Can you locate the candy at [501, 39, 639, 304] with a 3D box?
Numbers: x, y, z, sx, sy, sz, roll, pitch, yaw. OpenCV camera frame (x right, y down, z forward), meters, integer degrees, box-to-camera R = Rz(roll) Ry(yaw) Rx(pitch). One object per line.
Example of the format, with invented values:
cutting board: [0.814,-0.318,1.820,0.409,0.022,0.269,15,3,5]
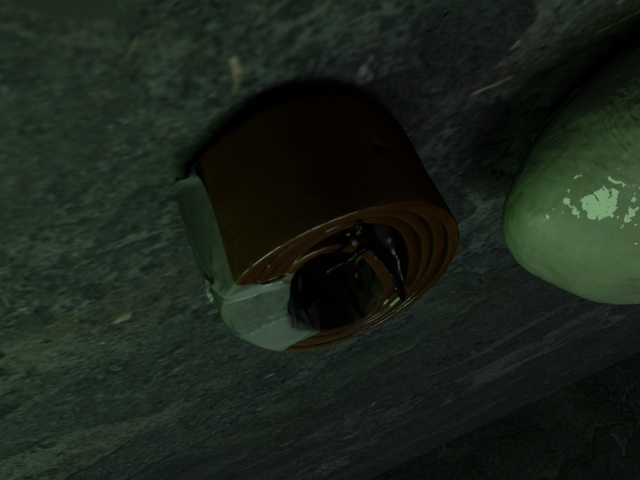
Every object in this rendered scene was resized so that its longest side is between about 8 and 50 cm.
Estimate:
candy: [0.281,-0.046,0.612,0.296,0.185,0.295,-24,157,-11]

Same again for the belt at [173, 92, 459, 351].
belt: [0.000,0.000,0.564,0.184,0.105,0.261,-27,159,5]
